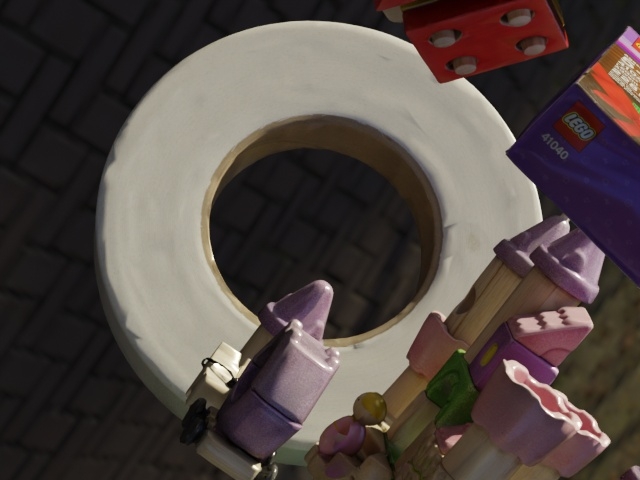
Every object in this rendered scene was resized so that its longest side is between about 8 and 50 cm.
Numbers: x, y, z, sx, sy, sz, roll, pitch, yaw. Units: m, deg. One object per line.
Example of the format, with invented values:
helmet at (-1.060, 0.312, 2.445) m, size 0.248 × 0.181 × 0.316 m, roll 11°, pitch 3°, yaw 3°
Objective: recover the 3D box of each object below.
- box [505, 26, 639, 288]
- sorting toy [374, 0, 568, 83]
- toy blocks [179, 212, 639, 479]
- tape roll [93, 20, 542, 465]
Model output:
box at (0.237, 0.017, 1.069) m, size 0.057 × 0.293 × 0.201 m, roll -45°, pitch 179°, yaw 21°
sorting toy at (0.136, -0.196, 1.200) m, size 0.255 × 0.257 × 0.089 m, roll 46°, pitch 32°, yaw -65°
toy blocks at (0.106, 0.082, 1.358) m, size 0.260 × 0.309 × 0.288 m, roll -52°, pitch -169°, yaw 11°
tape roll at (0.000, 0.000, 1.709) m, size 0.392 × 0.392 × 0.072 m, roll -50°, pitch 175°, yaw -19°
